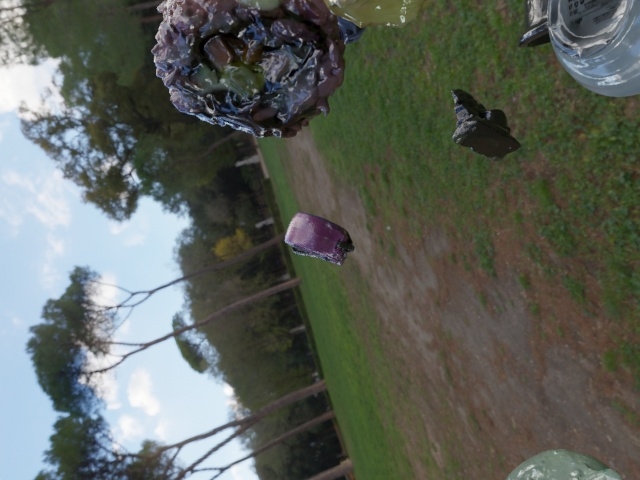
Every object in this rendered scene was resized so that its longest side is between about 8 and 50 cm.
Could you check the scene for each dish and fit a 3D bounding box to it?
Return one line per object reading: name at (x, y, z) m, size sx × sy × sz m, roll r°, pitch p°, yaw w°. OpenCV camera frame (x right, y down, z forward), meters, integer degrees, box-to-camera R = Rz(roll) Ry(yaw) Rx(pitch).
dish at (0.385, -0.324, 0.678) m, size 0.260 × 0.085 × 0.260 m, roll 169°, pitch 90°, yaw -72°

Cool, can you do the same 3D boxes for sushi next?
sushi at (-0.103, -0.274, 0.723) m, size 0.171 × 0.270 × 0.237 m, roll -97°, pitch 20°, yaw -49°

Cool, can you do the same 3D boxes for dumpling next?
dumpling at (0.257, 0.303, 0.534) m, size 0.219 × 0.108 × 0.153 m, roll 108°, pitch 162°, yaw -62°

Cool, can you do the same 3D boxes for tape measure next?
tape measure at (0.000, 0.000, 0.911) m, size 0.118 × 0.125 × 0.074 m, roll 53°, pitch -124°, yaw -78°

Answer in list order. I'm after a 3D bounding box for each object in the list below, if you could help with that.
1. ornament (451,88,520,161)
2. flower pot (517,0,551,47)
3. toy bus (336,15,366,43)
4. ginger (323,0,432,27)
ornament at (0.489, -0.392, 1.569) m, size 0.106 × 0.251 × 0.261 m, roll -40°, pitch 46°, yaw 40°
flower pot at (0.475, -0.477, 0.915) m, size 0.269 × 0.268 × 0.166 m, roll -147°, pitch 37°, yaw -80°
toy bus at (0.003, -0.388, 0.801) m, size 0.167 × 0.073 × 0.076 m, roll 37°, pitch 141°, yaw 3°
ginger at (0.081, -0.304, 0.490) m, size 0.152 × 0.267 × 0.138 m, roll 25°, pitch 163°, yaw 14°
